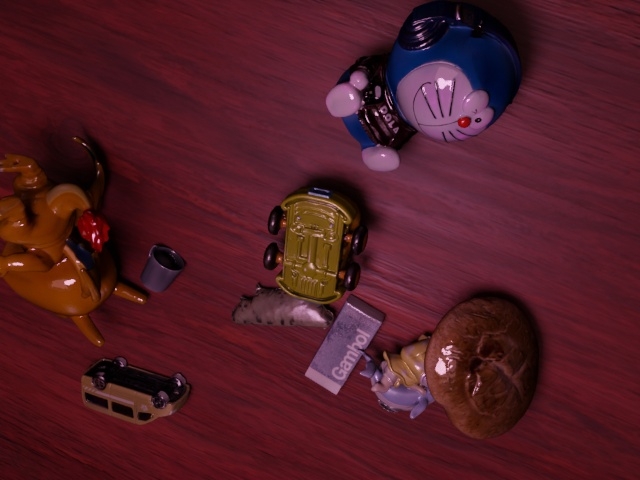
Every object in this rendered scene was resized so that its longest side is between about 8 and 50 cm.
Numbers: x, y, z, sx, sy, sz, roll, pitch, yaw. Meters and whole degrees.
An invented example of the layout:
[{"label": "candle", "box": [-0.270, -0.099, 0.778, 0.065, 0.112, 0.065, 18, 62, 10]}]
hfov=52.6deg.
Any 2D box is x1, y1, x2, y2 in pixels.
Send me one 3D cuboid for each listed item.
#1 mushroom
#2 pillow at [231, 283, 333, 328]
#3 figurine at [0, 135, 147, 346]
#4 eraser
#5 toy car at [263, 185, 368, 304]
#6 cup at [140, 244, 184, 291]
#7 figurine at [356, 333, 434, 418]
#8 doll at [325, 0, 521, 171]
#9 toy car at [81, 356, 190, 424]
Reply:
[{"label": "mushroom", "box": [0.317, 0.245, 1.257, 0.278, 0.146, 0.278, -3, 96, -28]}, {"label": "pillow", "box": [-0.086, 0.143, 1.423, 0.241, 0.051, 0.093, 1, 96, 19]}, {"label": "figurine", "box": [-0.544, 0.028, 1.364, 0.268, 0.401, 0.387, -19, 141, -15]}, {"label": "eraser", "box": [0.052, 0.229, 1.413, 0.092, 0.046, 0.212, 30, 110, 6]}, {"label": "toy car", "box": [0.000, 0.000, 1.313, 0.200, 0.142, 0.248, 17, 119, 11]}, {"label": "cup", "box": [-0.367, 0.059, 1.473, 0.077, 0.078, 0.100, -51, 54, 26]}, {"label": "figurine", "box": [0.177, 0.275, 1.341, 0.208, 0.128, 0.184, 20, 108, -10]}, {"label": "doll", "box": [0.194, -0.277, 1.140, 0.310, 0.240, 0.284, -15, 142, 32]}, {"label": "toy car", "box": [-0.444, 0.373, 1.561, 0.256, 0.101, 0.124, 14, 113, 13]}]
